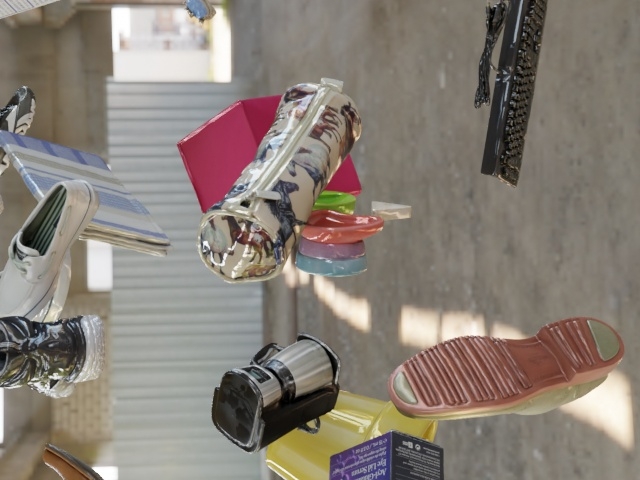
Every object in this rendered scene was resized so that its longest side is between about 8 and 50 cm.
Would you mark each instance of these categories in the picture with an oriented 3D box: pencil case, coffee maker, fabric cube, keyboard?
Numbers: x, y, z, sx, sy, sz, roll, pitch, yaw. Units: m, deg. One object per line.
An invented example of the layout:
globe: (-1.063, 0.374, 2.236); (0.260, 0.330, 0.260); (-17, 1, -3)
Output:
pencil case: (-0.063, -0.113, 2.051); (0.410, 0.159, 0.183); (-61, -1, -41)
coffee maker: (-0.063, 0.246, 1.757); (0.120, 0.178, 0.171); (5, 109, 44)
fabric cube: (-0.112, -0.161, 2.590); (0.254, 0.258, 0.259); (-25, 83, 45)
keyboard: (0.292, -0.252, 1.806); (0.201, 0.033, 0.317); (16, -98, -55)

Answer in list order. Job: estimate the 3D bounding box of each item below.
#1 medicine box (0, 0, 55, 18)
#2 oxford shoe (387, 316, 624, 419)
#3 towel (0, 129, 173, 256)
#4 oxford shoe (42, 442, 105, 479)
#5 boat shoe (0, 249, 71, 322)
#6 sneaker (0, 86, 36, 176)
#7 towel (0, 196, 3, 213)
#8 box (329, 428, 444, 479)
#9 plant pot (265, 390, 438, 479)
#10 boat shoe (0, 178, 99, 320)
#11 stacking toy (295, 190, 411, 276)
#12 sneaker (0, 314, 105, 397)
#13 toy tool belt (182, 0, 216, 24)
medicine box: (-0.515, -0.536, 1.968); (0.149, 0.289, 0.264); (70, -177, -81)
oxford shoe: (0.288, 0.234, 1.849); (0.147, 0.396, 0.140); (101, 156, -46)
towel: (-0.364, -0.073, 1.778); (0.285, 0.209, 0.034); (45, 112, 43)
oxford shoe: (-0.331, 0.370, 1.676); (0.076, 0.212, 0.076); (-49, -20, -8)
boat shoe: (-0.626, 0.127, 2.358); (0.367, 0.156, 0.136); (-54, 48, 36)
sneaker: (-0.747, -0.271, 2.754); (0.106, 0.078, 0.234); (40, -115, -48)
towel: (-0.558, -0.157, 1.686); (0.282, 0.049, 0.187); (48, 168, 1)
box: (0.096, 0.406, 1.731); (0.153, 0.108, 0.207); (-34, 43, 43)
plant pot: (0.046, 0.368, 2.029); (0.254, 0.239, 0.254); (-59, -17, -30)
boat shoe: (-0.385, 0.012, 1.574); (0.226, 0.083, 0.076); (-61, -23, 6)
stacking toy: (0.000, 0.000, 2.221); (0.309, 0.279, 0.130); (13, 108, 39)
sneaker: (-0.384, 0.148, 1.524); (0.268, 0.153, 0.101); (-26, 65, 59)
toy tool belt: (-0.263, -0.493, 2.473); (0.051, 0.083, 0.052); (-42, -1, -43)
